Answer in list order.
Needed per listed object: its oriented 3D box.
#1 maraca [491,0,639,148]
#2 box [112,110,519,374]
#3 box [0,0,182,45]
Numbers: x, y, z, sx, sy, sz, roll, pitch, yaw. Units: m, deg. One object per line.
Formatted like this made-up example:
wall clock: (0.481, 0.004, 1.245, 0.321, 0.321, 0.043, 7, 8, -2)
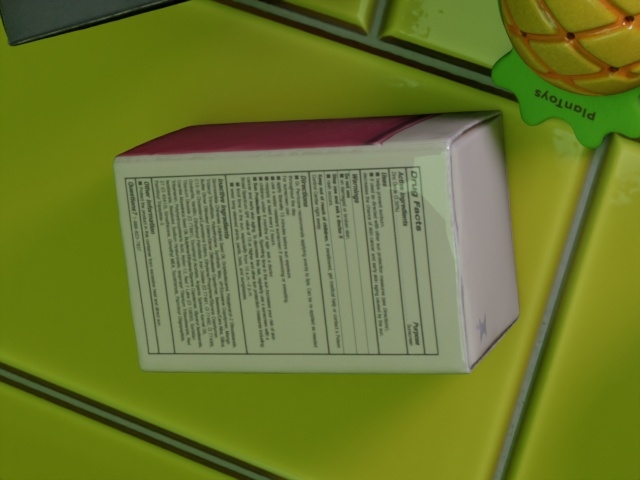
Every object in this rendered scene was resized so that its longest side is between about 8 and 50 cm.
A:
maraca: (0.164, -0.133, 1.097, 0.127, 0.099, 0.186, 25, 137, 16)
box: (0.000, 0.000, 1.176, 0.232, 0.127, 0.149, -1, 103, 21)
box: (-0.074, -0.218, 1.069, 0.165, 0.270, 0.143, -13, 99, 23)
